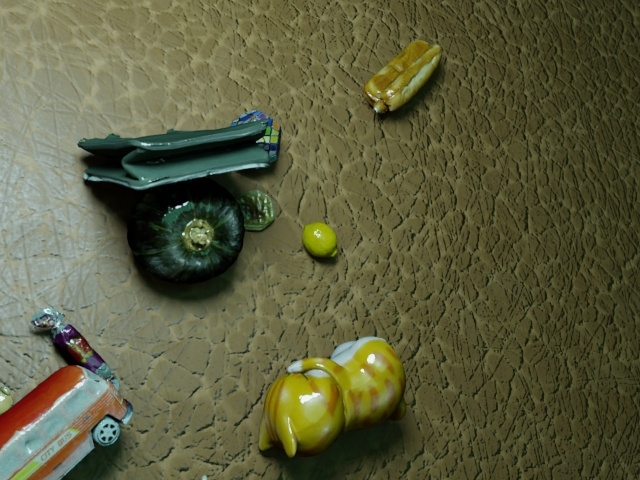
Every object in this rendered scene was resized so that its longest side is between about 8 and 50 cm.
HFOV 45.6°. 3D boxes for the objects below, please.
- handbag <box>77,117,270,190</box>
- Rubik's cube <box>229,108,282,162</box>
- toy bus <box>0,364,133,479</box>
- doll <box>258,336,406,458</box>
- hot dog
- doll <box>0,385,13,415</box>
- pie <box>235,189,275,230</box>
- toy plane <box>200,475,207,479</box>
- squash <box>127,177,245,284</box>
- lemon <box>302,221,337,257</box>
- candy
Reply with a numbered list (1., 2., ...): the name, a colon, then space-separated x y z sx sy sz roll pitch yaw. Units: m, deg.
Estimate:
1. handbag: -0.239 -0.147 1.250 0.247 0.260 0.079 -15 107 -34
2. Rubik's cube: -0.121 -0.189 1.414 0.111 0.111 0.093 -4 47 -28
3. toy bus: -0.399 0.287 1.077 0.265 0.121 0.120 -43 119 -31
4. doll: 0.023 0.265 1.301 0.270 0.167 0.162 -14 78 -27
5. hot dog: 0.175 -0.344 1.633 0.102 0.076 0.249 25 54 24
6. doll: -0.495 0.239 1.100 0.093 0.051 0.061 -5 82 -27
7. pie: -0.123 -0.056 1.411 0.084 0.020 0.084 9 70 -24
8. toy plane: -0.209 0.482 1.145 0.192 0.088 0.262 25 63 -17
9. squash: -0.224 -0.017 1.271 0.193 0.156 0.193 4 84 -44
10. lemon: 0.000 0.000 1.432 0.083 0.062 0.062 43 59 -8
11. candy: -0.380 0.175 1.189 0.045 0.043 0.175 -44 100 -29
